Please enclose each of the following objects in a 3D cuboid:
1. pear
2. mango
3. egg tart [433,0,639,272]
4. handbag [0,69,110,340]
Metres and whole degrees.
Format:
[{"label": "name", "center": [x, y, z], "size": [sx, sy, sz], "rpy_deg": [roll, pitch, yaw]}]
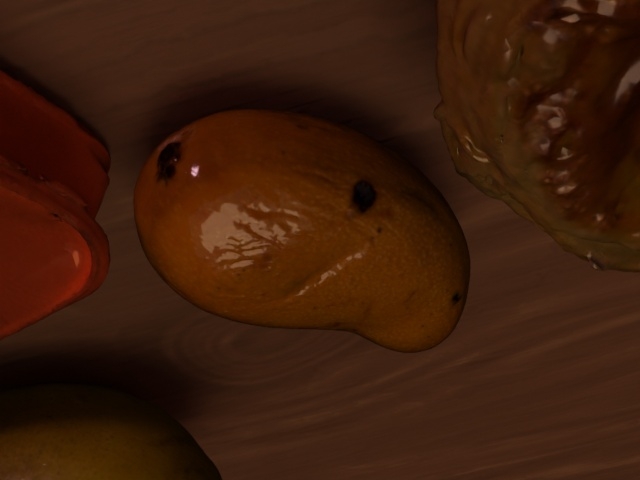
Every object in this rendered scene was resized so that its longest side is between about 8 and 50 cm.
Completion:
[{"label": "pear", "center": [-0.244, 0.259, 0.881], "size": [0.307, 0.253, 0.253], "rpy_deg": [2, 140, -14]}, {"label": "mango", "center": [-0.002, -0.005, 0.722], "size": [0.295, 0.120, 0.177], "rpy_deg": [20, 125, -36]}, {"label": "egg tart", "center": [0.268, -0.158, 0.550], "size": [0.443, 0.178, 0.443], "rpy_deg": [-5, 141, -4]}, {"label": "handbag", "center": [-0.356, -0.042, 0.583], "size": [0.303, 0.116, 0.410], "rpy_deg": [-30, 138, 23]}]
